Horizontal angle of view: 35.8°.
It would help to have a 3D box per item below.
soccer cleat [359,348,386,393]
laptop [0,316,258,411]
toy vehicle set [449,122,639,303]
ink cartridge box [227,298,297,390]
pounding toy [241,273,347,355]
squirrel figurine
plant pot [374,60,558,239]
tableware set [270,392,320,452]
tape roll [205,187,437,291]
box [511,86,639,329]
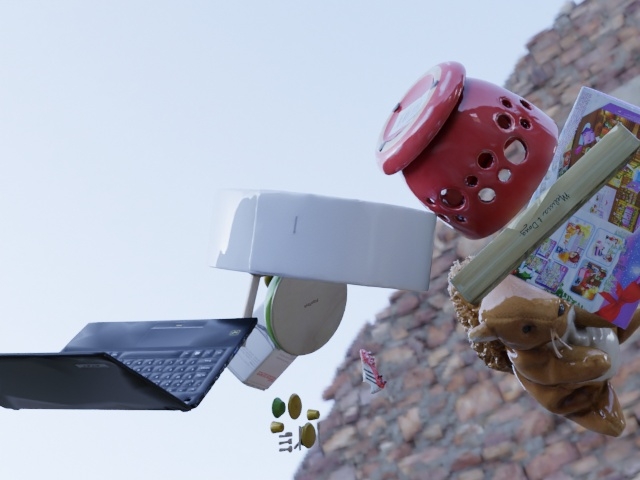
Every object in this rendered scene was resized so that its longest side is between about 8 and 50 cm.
[{"bbox_3d":[0.084,0.228,1.722,0.035,0.083,0.029,-42,-31,22],"label":"soccer cleat"},{"bbox_3d":[-0.230,0.101,1.018,0.234,0.264,0.137,-3,-64,23],"label":"laptop"},{"bbox_3d":[0.270,-0.024,1.204,0.267,0.035,0.166,-44,-11,6],"label":"toy vehicle set"},{"bbox_3d":[-0.083,0.181,1.931,0.218,0.092,0.158,-49,-19,-2],"label":"ink cartridge box"},{"bbox_3d":[-0.071,0.096,1.704,0.236,0.110,0.183,11,-87,-47],"label":"pounding toy"},{"bbox_3d":[0.396,0.169,1.942,0.370,0.397,0.281,28,-100,-41],"label":"squirrel figurine"},{"bbox_3d":[0.180,-0.124,1.267,0.174,0.191,0.191,35,-56,-14],"label":"plant pot"},{"bbox_3d":[-0.046,0.327,1.788,0.024,0.104,0.154,-6,-8,30],"label":"tableware set"},{"bbox_3d":[0.000,0.000,1.239,0.286,0.100,0.286,7,-1,0],"label":"tape roll"},{"bbox_3d":[0.409,-0.047,1.419,0.057,0.201,0.293,-17,-48,-66],"label":"box"}]
